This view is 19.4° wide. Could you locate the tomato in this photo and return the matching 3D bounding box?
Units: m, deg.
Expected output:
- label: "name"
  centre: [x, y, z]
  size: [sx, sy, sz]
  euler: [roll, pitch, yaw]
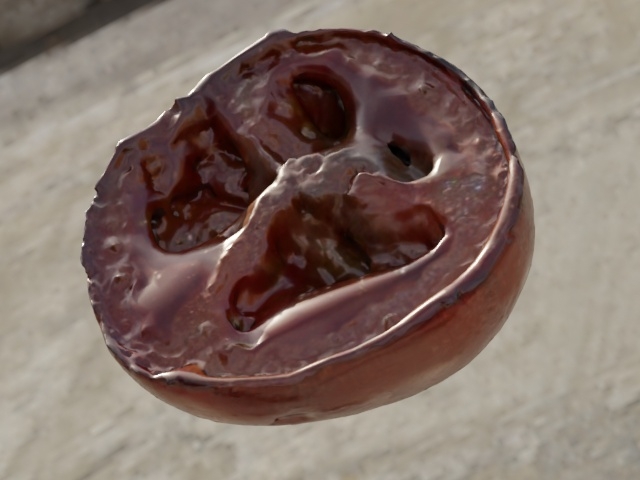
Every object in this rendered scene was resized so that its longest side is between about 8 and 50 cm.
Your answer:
- label: "tomato"
  centre: [0.003, 0.002, 0.922]
  size: [0.228, 0.101, 0.228]
  euler: [-11, 53, 15]
